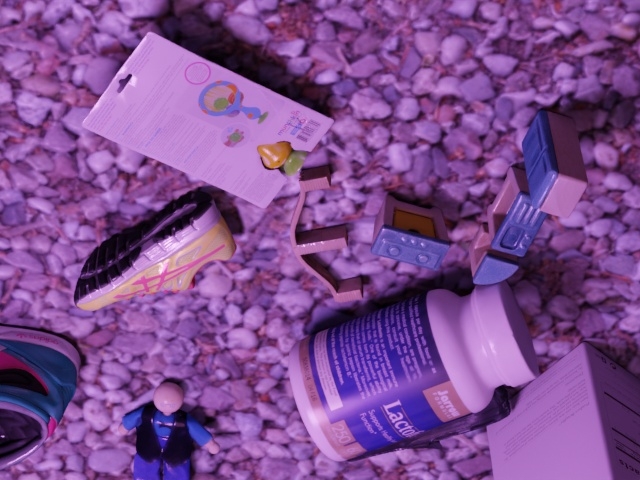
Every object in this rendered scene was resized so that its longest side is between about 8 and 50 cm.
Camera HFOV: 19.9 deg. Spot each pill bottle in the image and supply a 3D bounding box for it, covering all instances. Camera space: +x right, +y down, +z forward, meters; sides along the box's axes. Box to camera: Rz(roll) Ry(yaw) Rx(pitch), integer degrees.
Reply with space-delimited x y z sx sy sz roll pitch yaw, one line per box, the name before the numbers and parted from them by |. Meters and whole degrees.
pill bottle | 0.109 0.145 2.117 0.264 0.153 0.153 -22 126 15

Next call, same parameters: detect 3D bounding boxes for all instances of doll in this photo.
doll | -0.188 0.253 2.259 0.129 0.046 0.189 8 122 4

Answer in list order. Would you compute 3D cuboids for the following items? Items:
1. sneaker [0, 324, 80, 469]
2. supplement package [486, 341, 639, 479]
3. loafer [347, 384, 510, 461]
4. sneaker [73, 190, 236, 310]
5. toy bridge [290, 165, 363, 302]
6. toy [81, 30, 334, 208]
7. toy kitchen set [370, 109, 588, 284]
sneaker | -0.432 0.187 2.115 0.295 0.178 0.124 4 128 -5
supplement package | 0.327 0.303 2.160 0.175 0.293 0.177 35 120 -25
loafer | 0.124 0.226 2.229 0.223 0.076 0.078 -22 118 10
sneaker | -0.185 0.033 2.067 0.208 0.081 0.094 -28 126 18
toy bridge | 0.000 0.000 2.081 0.063 0.026 0.188 -10 128 9
toy | -0.120 -0.136 1.952 0.237 0.056 0.137 26 119 -26
toy kitchen set | 0.168 -0.042 1.993 0.166 0.122 0.207 15 126 -13
